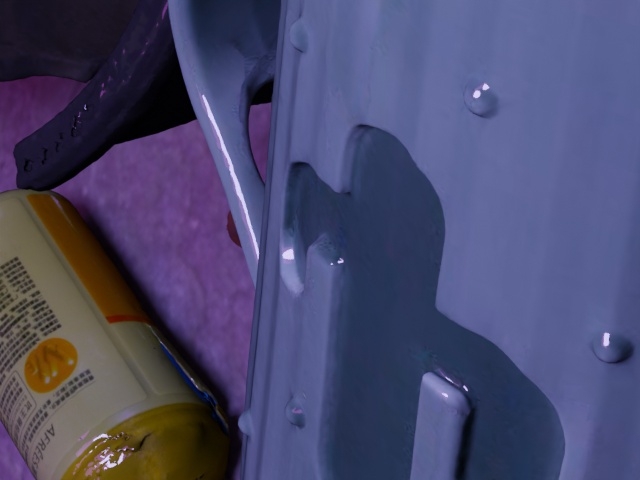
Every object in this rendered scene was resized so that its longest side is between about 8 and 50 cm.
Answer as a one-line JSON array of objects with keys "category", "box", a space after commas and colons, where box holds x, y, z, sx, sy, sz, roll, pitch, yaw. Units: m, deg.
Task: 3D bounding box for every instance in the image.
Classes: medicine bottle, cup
[{"category": "medicine bottle", "box": [-0.151, 0.083, 1.188, 0.239, 0.124, 0.124, 51, 119, 30]}, {"category": "cup", "box": [0.084, -0.026, 0.667, 0.400, 0.310, 0.392, 16, 136, 16]}]

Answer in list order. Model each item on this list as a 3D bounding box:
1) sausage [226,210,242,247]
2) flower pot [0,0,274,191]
[{"category": "sausage", "box": [0.000, 0.001, 1.112, 0.147, 0.035, 0.030, 15, 117, 43]}, {"category": "flower pot", "box": [-0.104, -0.206, 1.071, 0.379, 0.251, 0.379, -3, 85, 44]}]
